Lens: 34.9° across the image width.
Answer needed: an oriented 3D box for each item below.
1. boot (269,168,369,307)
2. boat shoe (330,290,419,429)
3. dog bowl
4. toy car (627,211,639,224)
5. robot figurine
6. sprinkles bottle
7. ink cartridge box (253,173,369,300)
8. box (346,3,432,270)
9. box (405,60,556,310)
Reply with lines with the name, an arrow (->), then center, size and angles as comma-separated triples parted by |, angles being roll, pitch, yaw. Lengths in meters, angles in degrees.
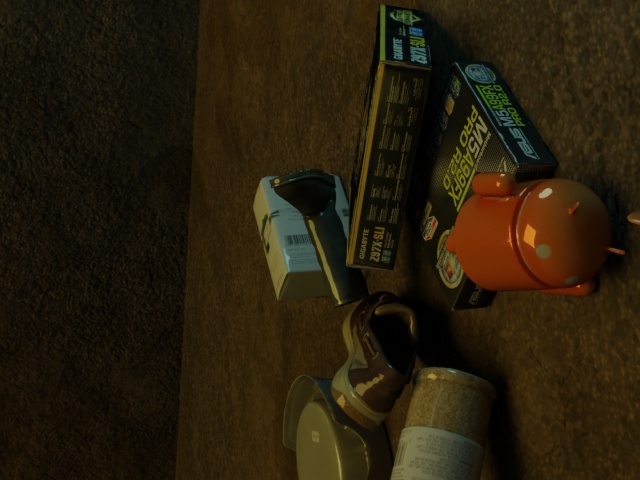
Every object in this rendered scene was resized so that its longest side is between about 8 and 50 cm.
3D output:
boot -> 0.002, 0.000, 1.553 | 0.076, 0.189, 0.209 | -13, 83, 28
boat shoe -> 0.104, 0.148, 1.527 | 0.123, 0.123, 0.342 | -50, 3, 22
dog bowl -> 0.030, 0.419, 1.881 | 0.349, 0.102, 0.349 | 177, 90, -69
toy car -> 0.315, -0.024, 0.786 | 0.210, 0.238, 0.219 | 20, 110, 50
robot figurine -> 0.240, -0.006, 1.169 | 0.219, 0.128, 0.158 | -7, 91, 57
sprinkles bottle -> 0.143, 0.350, 1.339 | 0.121, 0.121, 0.355 | 134, 154, -64
ink cartridge box -> -0.021, -0.009, 1.865 | 0.093, 0.160, 0.219 | 111, 149, -49
box -> 0.098, -0.157, 1.513 | 0.257, 0.079, 0.322 | -81, 0, -60
box -> 0.204, -0.073, 1.381 | 0.270, 0.060, 0.216 | 107, 153, -43
